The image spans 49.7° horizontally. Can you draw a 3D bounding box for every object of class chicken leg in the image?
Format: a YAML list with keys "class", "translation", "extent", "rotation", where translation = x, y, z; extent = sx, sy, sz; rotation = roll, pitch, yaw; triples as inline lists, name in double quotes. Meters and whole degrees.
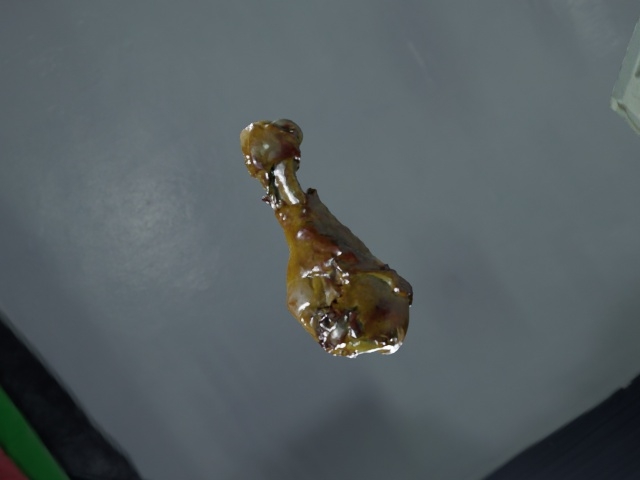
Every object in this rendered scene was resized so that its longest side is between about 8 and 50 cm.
- class: "chicken leg"
  translation: [-0.002, 0.001, 0.652]
  extent: [0.252, 0.107, 0.087]
  rotation: [63, 157, 0]

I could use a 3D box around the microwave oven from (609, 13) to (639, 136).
- class: "microwave oven"
  translation: [0.385, -0.045, 0.259]
  extent: [0.236, 0.374, 0.432]
  rotation: [80, 166, -55]
